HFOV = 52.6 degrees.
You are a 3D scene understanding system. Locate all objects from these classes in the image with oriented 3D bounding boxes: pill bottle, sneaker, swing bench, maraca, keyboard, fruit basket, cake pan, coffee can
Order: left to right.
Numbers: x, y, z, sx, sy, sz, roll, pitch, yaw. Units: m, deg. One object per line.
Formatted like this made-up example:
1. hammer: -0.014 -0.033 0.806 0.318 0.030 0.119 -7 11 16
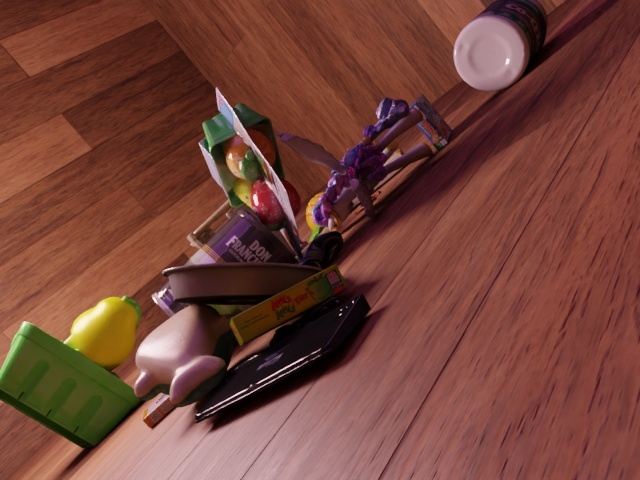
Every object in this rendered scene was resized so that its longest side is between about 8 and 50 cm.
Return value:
1. fruit basket: -0.631 0.317 1.734 0.392 0.392 0.283 -45 7 -35
2. coffee can: -0.205 0.095 1.444 0.275 0.201 0.201 -46 7 -10
3. cake pan: -0.137 0.083 1.173 0.292 0.054 0.293 -1 -9 0
4. swing bench: -0.187 0.003 1.756 0.254 0.253 0.165 -44 6 -12
5. fruit basket: -0.142 -0.124 1.471 0.165 0.353 0.327 -24 -31 -8
6. keyboard: -0.045 0.159 0.928 0.317 0.033 0.201 -34 10 39
7. sneaker: -0.012 0.052 1.379 0.188 0.067 0.078 -42 27 -26
8. maraca: 0.003 -0.073 1.952 0.127 0.099 0.186 119 170 -47
9. pill bottle: 0.524 -0.574 1.841 0.204 0.204 0.361 -35 9 41

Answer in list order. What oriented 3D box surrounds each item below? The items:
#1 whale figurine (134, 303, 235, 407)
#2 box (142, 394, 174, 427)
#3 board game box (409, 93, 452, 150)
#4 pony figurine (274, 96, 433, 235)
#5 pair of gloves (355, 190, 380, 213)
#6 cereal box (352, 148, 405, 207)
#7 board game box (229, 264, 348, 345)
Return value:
1. whale figurine: -0.219 0.221 1.137 0.216 0.141 0.272 -37 22 -12
2. box: -0.302 0.321 1.328 0.136 0.028 0.081 -39 6 -11
3. board game box: 0.296 -0.322 1.752 0.035 0.136 0.201 -38 7 23
4. pony figurine: 0.095 -0.180 1.584 0.363 0.303 0.351 -44 -26 -2
5. pair of gloves: 0.132 -0.108 1.806 0.074 0.010 0.083 -37 6 27
6. cereal box: 0.164 -0.187 1.996 0.240 0.047 0.173 -39 6 13
7. board game box: -0.052 0.103 1.021 0.181 0.043 0.092 -26 -6 -14
